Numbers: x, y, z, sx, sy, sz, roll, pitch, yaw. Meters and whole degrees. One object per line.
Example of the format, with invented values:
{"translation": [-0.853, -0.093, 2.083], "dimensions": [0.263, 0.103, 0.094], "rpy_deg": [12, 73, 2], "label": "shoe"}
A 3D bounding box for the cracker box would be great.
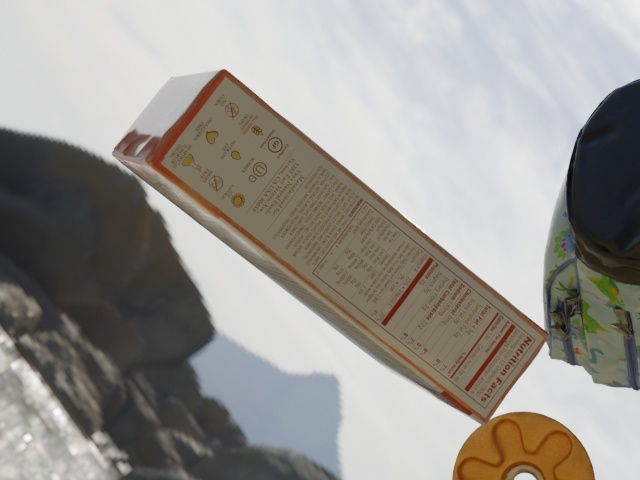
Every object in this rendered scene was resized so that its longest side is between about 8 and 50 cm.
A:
{"translation": [0.000, 0.000, 0.753], "dimensions": [0.232, 0.067, 0.156], "rpy_deg": [39, -6, -16], "label": "cracker box"}

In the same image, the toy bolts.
{"translation": [0.076, 0.221, 0.876], "dimensions": [0.158, 0.229, 0.218], "rpy_deg": [26, 60, -65], "label": "toy bolts"}

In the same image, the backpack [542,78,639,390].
{"translation": [0.379, 0.027, 1.588], "dimensions": [0.273, 0.290, 0.355], "rpy_deg": [-6, -41, 29], "label": "backpack"}
